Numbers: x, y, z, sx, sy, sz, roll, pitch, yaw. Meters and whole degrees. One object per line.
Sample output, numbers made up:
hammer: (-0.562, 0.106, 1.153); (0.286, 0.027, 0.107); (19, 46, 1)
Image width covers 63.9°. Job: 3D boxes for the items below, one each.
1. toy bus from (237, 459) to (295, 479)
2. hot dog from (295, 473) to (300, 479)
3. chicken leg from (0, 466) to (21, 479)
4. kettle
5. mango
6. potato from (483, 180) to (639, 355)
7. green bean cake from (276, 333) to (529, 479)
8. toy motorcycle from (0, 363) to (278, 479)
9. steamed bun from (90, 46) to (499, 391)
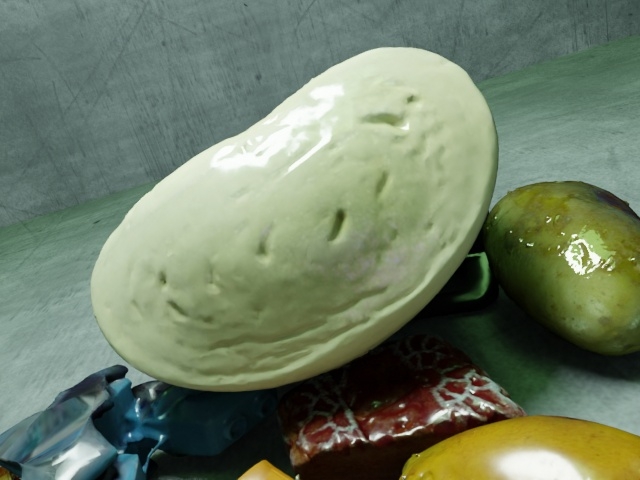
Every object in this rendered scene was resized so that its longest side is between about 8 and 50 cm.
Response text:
toy bus: (-0.030, 0.268, 0.468); (0.195, 0.088, 0.083); (7, 33, 45)
hot dog: (-0.093, 0.312, 0.321); (0.135, 0.100, 0.337); (11, 57, 48)
chicken leg: (-0.380, 0.304, 0.672); (0.196, 0.080, 0.125); (-30, 14, -13)
kettle: (0.128, -0.009, 0.873); (0.308, 0.203, 0.262); (-6, 22, 14)
mango: (0.173, 0.216, 0.404); (0.249, 0.151, 0.156); (-15, -16, 29)
potato: (0.332, 0.023, 0.669); (0.210, 0.173, 0.307); (19, 25, -8)
green bean cake: (0.075, 0.196, 0.553); (0.233, 0.097, 0.198); (-20, 21, -7)
toy motorcycle: (-0.213, 0.259, 0.558); (0.232, 0.172, 0.416); (14, 27, 41)
steamed bun: (0.000, 0.000, 0.634); (0.456, 0.290, 0.371); (-36, 0, 5)
